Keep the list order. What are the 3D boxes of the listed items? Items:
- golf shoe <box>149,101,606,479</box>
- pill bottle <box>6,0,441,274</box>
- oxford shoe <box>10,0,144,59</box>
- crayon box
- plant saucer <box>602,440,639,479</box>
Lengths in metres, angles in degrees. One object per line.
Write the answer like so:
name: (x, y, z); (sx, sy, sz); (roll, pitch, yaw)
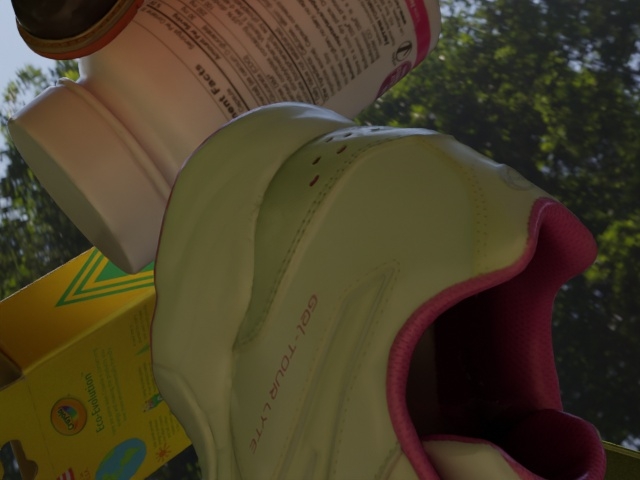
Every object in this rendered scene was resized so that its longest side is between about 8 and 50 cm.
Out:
golf shoe: (0.018, 0.111, 0.370); (0.115, 0.140, 0.306); (-16, -71, -47)
pill bottle: (-0.066, -0.115, 0.795); (0.283, 0.160, 0.160); (-40, -61, -16)
oxford shoe: (-0.118, -0.222, 0.535); (0.098, 0.097, 0.271); (33, -120, -65)
crayon box: (-0.156, 0.098, 0.934); (0.318, 0.081, 0.202); (-33, -40, -31)
plant saucer: (0.306, 0.268, 1.181); (0.188, 0.188, 0.045); (15, -64, 16)
